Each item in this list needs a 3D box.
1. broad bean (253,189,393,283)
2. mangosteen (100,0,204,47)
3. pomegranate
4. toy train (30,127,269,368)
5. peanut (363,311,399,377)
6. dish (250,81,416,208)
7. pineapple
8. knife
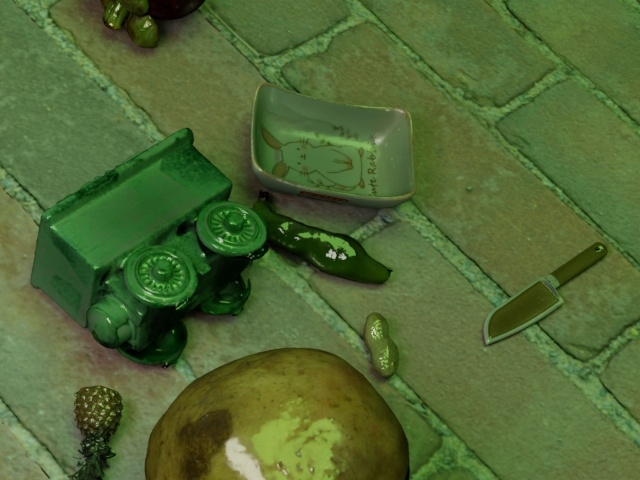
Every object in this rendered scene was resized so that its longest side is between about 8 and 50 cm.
[{"bbox_3d":[-0.006,0.004,2.053,0.195,0.046,0.061,32,53,8],"label":"broad bean"},{"bbox_3d":[-0.228,-0.350,2.183,0.166,0.166,0.180,33,75,7],"label":"mangosteen"},{"bbox_3d":[-0.044,0.241,1.714,0.281,0.281,0.281,10,52,-12],"label":"pomegranate"},{"bbox_3d":[-0.184,0.014,1.918,0.202,0.145,0.266,42,51,17],"label":"toy train"},{"bbox_3d":[0.070,0.125,1.993,0.037,0.037,0.083,-9,66,-25],"label":"peanut"},{"bbox_3d":[0.010,-0.106,2.122,0.212,0.077,0.151,9,53,-13],"label":"dish"},{"bbox_3d":[-0.243,0.221,1.808,0.058,0.058,0.124,8,66,-14],"label":"pineapple"},{"bbox_3d":[0.289,0.066,2.125,0.256,0.022,0.046,-31,73,-35],"label":"knife"}]
